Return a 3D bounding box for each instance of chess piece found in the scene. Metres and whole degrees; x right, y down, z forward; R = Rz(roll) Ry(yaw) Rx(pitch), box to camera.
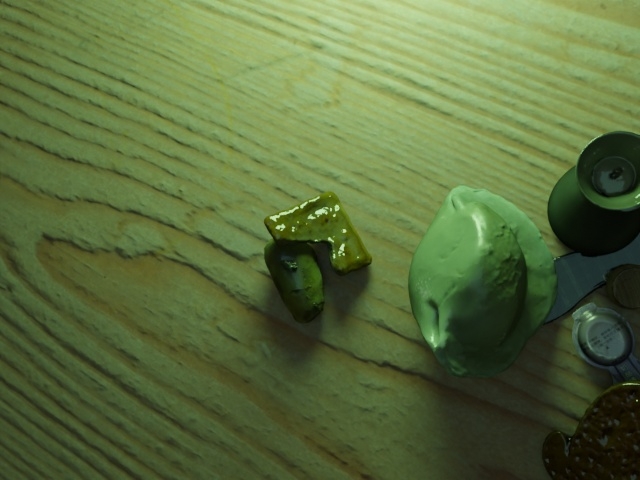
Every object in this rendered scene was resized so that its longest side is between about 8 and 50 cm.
[{"bbox_3d":[0.568,0.084,1.215,0.083,0.038,0.084,0,93,9],"label":"chess piece"}]

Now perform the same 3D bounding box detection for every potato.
[{"bbox_3d":[-0.049,0.077,1.357,0.105,0.085,0.188,-18,86,11],"label":"potato"}]

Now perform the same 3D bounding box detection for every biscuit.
[{"bbox_3d":[0.557,0.434,1.150,0.350,0.070,0.394,26,102,34],"label":"biscuit"},{"bbox_3d":[0.000,0.000,1.333,0.174,0.039,0.183,-27,79,-28],"label":"biscuit"}]

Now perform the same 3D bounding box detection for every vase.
[{"bbox_3d":[0.474,-0.081,1.107,0.173,0.321,0.173,-3,80,16],"label":"vase"}]

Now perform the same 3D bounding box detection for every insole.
[{"bbox_3d":[0.483,0.074,1.258,0.309,0.012,0.110,-27,78,11],"label":"insole"}]

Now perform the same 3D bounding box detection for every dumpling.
[{"bbox_3d":[0.287,0.075,1.204,0.270,0.212,0.321,26,99,20],"label":"dumpling"}]

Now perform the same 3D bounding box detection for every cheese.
[{"bbox_3d":[0.536,0.203,1.217,0.105,0.042,0.191,-34,79,11],"label":"cheese"}]
